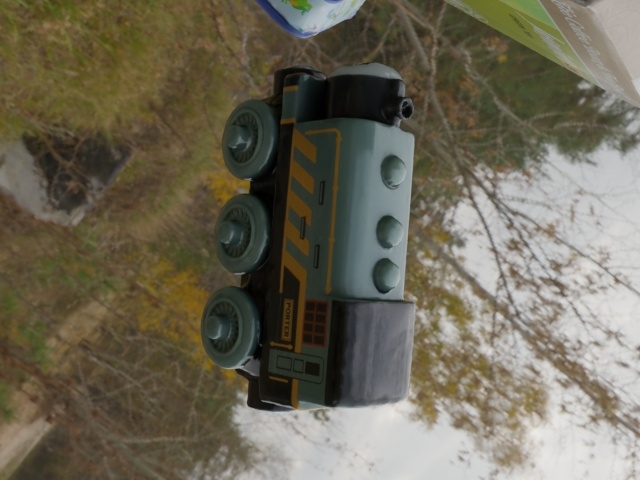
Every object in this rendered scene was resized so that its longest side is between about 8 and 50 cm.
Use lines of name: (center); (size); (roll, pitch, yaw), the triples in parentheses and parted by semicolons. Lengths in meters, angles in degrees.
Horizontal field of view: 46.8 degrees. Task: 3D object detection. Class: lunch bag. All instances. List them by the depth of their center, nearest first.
lunch bag: (-0.023, -0.375, 1.004); (0.090, 0.176, 0.219); (-41, -175, 38)

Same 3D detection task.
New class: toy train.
toy train: (0.000, 0.000, 0.673); (0.190, 0.142, 0.333); (2, -95, 45)

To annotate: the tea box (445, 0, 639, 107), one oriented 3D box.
tea box: (0.163, -0.316, 0.469); (0.329, 0.323, 0.220); (-56, 150, 14)
